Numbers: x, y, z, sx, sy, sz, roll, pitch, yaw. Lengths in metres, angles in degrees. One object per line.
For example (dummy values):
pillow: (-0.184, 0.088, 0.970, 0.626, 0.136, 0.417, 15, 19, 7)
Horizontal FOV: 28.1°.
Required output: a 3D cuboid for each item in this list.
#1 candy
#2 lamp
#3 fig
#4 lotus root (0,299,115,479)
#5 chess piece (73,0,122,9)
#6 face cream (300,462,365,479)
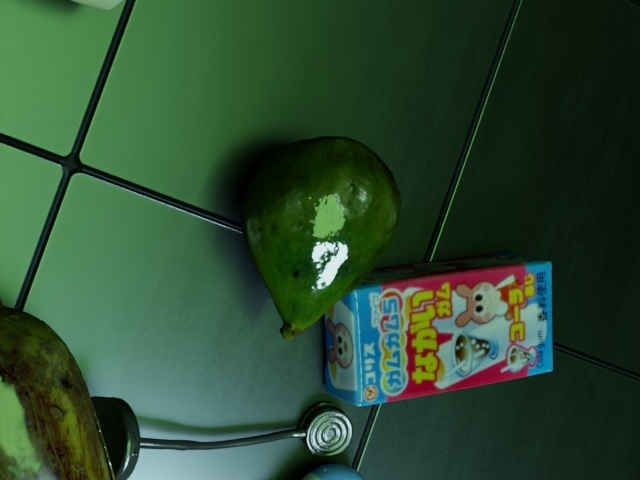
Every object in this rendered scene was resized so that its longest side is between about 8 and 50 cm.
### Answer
candy: (0.155, 0.111, 1.672, 0.306, 0.100, 0.157, -6, 100, -25)
lamp: (-0.114, 0.254, 1.549, 0.371, 0.108, 0.130, 12, 95, -28)
fig: (0.000, 0.000, 1.529, 0.195, 0.195, 0.245, 7, 84, -27)
lotus root: (-0.337, 0.229, 1.381, 0.196, 0.179, 0.397, -9, 103, 18)
chess piece: (-0.390, -0.370, 1.283, 0.442, 0.234, 0.234, 12, 91, -32)
face cream: (-0.018, 0.410, 1.631, 0.149, 0.083, 0.264, 29, 83, -30)
